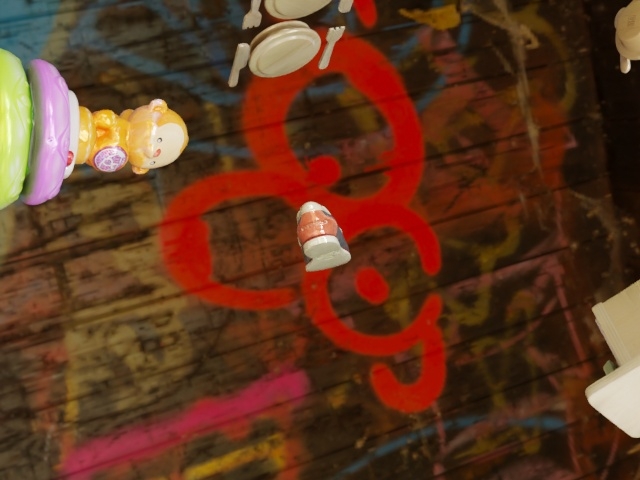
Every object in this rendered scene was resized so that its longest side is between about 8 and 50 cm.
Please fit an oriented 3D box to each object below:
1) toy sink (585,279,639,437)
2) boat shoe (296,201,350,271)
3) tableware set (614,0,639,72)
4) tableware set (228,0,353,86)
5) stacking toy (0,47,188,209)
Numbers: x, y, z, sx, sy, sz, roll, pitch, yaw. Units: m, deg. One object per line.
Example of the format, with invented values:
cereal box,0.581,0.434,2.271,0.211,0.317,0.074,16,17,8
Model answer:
toy sink,0.476,0.140,1.171,0.153,0.234,0.131,36,26,-32
boat shoe,0.000,0.000,0.839,0.137,0.049,0.043,65,7,-75
tableware set,0.269,-0.216,0.648,0.168,0.020,0.141,-33,-129,56
tableware set,-0.033,-0.247,0.924,0.194,0.128,0.039,120,-48,-62
stacking toy,-0.236,-0.079,0.602,0.166,0.301,0.175,58,-44,43
